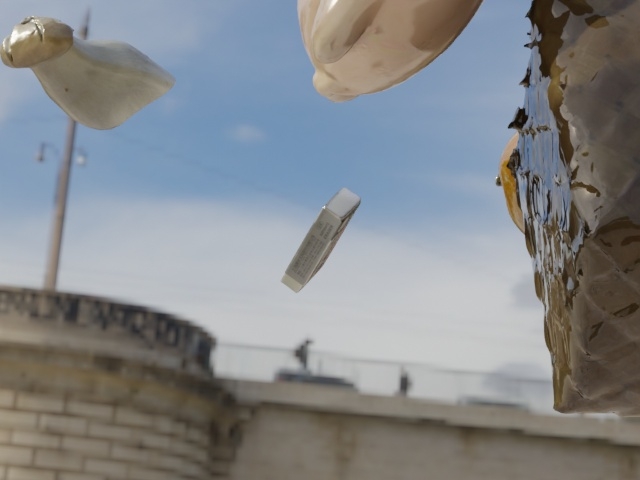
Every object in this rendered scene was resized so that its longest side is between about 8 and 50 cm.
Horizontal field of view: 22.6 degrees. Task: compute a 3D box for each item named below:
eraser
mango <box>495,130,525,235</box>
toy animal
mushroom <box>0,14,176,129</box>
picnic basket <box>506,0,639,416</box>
[{"bbox_3d":[0.000,0.000,1.724,0.029,0.052,0.122,36,-52,7],"label":"eraser"},{"bbox_3d":[0.387,-0.058,1.798,0.383,0.199,0.221,9,-44,17],"label":"mango"},{"bbox_3d":[0.033,-0.283,1.175,0.246,0.345,0.277,36,-10,-12],"label":"toy animal"},{"bbox_3d":[-0.255,-0.185,1.718,0.116,0.093,0.225,-22,-28,28],"label":"mushroom"},{"bbox_3d":[0.296,-0.030,1.091,0.320,0.291,0.254,-2,-40,-4],"label":"picnic basket"}]
